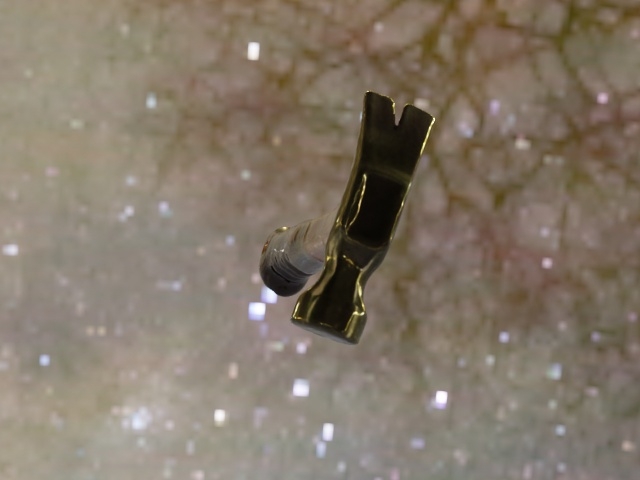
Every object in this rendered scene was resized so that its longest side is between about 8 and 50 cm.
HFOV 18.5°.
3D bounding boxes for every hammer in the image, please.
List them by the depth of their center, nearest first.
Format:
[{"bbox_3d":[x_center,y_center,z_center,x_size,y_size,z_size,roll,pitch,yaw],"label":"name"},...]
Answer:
[{"bbox_3d":[0.001,0.000,0.937,0.033,0.111,0.287,22,172,-6],"label":"hammer"}]
